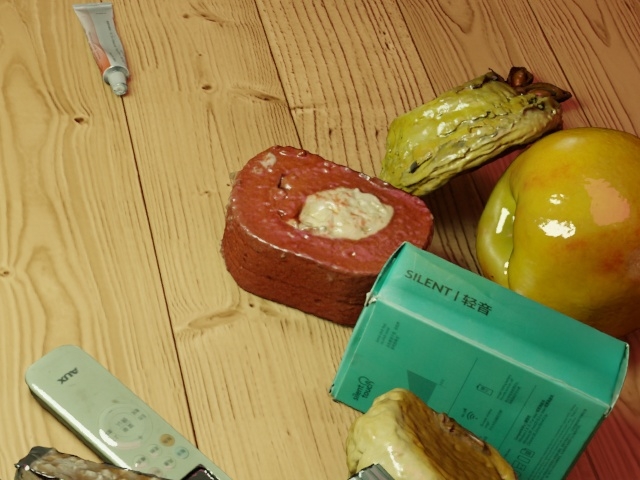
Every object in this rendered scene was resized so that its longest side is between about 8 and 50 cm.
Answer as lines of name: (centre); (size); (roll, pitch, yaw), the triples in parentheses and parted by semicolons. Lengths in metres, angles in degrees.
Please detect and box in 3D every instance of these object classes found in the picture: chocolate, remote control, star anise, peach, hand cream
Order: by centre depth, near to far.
chocolate: (-0.173, 0.292, 1.583); (0.329, 0.065, 0.102); (14, 7, 9)
remote control: (-0.211, 0.234, 1.684); (0.309, 0.038, 0.090); (39, 47, 18)
peach: (0.373, -0.013, 1.951); (0.308, 0.289, 0.289); (4, 46, -20)
hand cream: (-0.318, -0.287, 2.163); (0.052, 0.038, 0.216); (20, 32, -36)
star anise: (0.325, -0.208, 2.293); (0.157, 0.053, 0.212); (20, 42, 1)

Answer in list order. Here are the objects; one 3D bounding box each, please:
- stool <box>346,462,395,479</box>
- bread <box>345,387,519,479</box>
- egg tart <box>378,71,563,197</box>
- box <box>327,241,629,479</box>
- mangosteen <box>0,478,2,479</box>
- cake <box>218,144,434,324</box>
stool: (0.077, 0.434, 1.421); (0.330, 0.297, 0.297); (41, 48, 15)
bread: (0.121, 0.284, 1.657); (0.244, 0.134, 0.244); (33, 20, -13)
egg tart: (0.190, -0.149, 2.027); (0.294, 0.294, 0.123); (-24, 89, -36)
box: (0.190, 0.158, 1.780); (0.311, 0.205, 0.118); (24, 42, 5)
mangosteen: (-0.404, 0.317, 1.402); (0.233, 0.287, 0.287); (52, 48, -2)
cake: (0.000, 0.000, 1.913); (0.283, 0.151, 0.177); (24, 56, 5)
